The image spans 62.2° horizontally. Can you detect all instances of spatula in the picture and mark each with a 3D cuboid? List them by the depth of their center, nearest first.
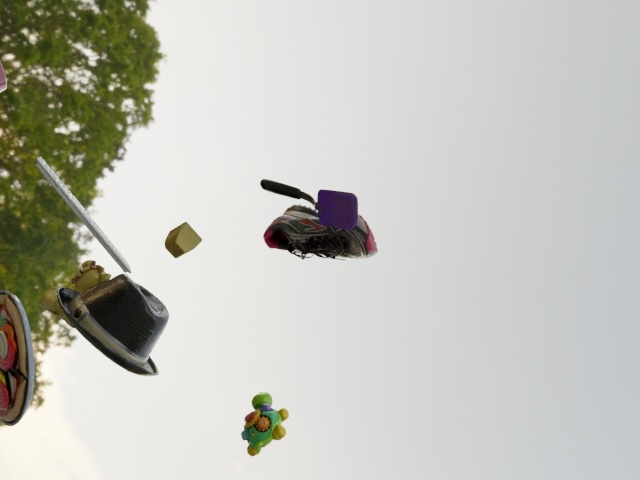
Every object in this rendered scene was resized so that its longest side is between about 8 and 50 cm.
[{"bbox_3d":[-0.035,-0.092,1.149,0.296,0.030,0.084,23,-54,43],"label":"spatula"}]

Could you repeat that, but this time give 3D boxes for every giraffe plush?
[{"bbox_3d":[-0.646,0.143,1.452,0.181,0.170,0.210,33,-18,10],"label":"giraffe plush"}]

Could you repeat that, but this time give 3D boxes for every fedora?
[{"bbox_3d":[-0.480,0.183,1.312,0.334,0.152,0.334,41,-10,9],"label":"fedora"}]

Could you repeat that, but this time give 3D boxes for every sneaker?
[{"bbox_3d":[0.000,0.000,1.191,0.299,0.112,0.121,8,-53,44],"label":"sneaker"}]

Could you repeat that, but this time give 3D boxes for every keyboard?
[{"bbox_3d":[-0.430,-0.044,0.975,0.256,0.014,0.072,58,-8,-22],"label":"keyboard"}]

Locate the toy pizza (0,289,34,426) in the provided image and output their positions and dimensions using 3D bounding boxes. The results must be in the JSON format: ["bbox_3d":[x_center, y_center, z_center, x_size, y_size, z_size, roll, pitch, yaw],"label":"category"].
[{"bbox_3d":[-0.475,0.174,0.784,0.201,0.032,0.201,0,-89,42],"label":"toy pizza"}]

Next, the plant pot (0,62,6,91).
[{"bbox_3d":[-0.727,-0.328,1.019,0.201,0.180,0.201,32,-42,34],"label":"plant pot"}]

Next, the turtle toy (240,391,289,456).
[{"bbox_3d":[-0.116,0.359,1.061,0.095,0.130,0.066,-38,-73,18],"label":"turtle toy"}]

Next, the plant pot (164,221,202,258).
[{"bbox_3d":[-0.429,0.008,1.628,0.081,0.083,0.081,-26,-66,30],"label":"plant pot"}]
